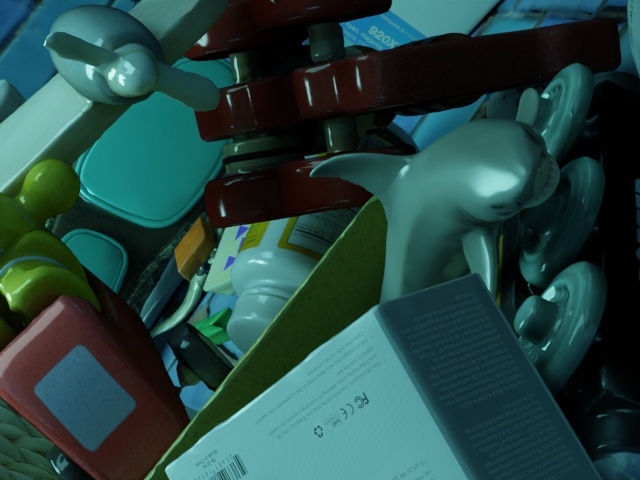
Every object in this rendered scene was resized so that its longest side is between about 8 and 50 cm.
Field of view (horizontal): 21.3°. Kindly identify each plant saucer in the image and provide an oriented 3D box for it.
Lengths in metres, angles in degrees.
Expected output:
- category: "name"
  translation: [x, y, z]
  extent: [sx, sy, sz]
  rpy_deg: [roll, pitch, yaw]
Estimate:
- category: "plant saucer"
  translation: [-0.017, 0.125, 1.149]
  extent: [0.333, 0.081, 0.333]
  rpy_deg: [-51, -7, 3]

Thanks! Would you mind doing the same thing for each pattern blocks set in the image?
- category: "pattern blocks set"
  translation: [-0.033, -0.032, 1.629]
  extent: [0.285, 0.026, 0.325]
  rpy_deg: [-16, 41, 46]

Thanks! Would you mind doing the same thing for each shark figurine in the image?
- category: "shark figurine"
  translation: [0.041, 0.006, 0.945]
  extent: [0.166, 0.116, 0.278]
  rpy_deg: [-80, 11, -50]

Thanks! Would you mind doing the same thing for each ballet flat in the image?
- category: "ballet flat"
  translation: [-0.233, 0.006, 1.880]
  extent: [0.483, 0.164, 0.182]
  rpy_deg: [-63, -1, -27]

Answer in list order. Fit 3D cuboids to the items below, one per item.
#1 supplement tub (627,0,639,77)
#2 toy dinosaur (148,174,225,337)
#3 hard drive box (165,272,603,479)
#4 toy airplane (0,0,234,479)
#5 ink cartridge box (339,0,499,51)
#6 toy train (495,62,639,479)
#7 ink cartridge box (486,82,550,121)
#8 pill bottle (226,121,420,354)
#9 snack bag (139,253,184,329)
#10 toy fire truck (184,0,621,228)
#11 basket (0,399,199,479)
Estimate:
- category: "supplement tub"
  translation: [0.262, -0.056, 0.727]
  extent: [0.207, 0.207, 0.338]
  rpy_deg: [-49, 19, 19]
- category: "toy dinosaur"
  translation: [-0.107, -0.004, 1.791]
  extent: [0.268, 0.064, 0.118]
  rpy_deg: [-63, 16, -8]
- category: "hard drive box"
  translation: [0.054, 0.163, 0.834]
  extent: [0.089, 0.232, 0.181]
  rpy_deg: [-14, -20, -49]
- category: "toy airplane"
  translation: [-0.253, -0.009, 1.172]
  extent: [0.384, 0.272, 0.386]
  rpy_deg: [-5, 63, 22]
- category: "ink cartridge box"
  translation: [0.102, -0.304, 1.593]
  extent: [0.233, 0.168, 0.171]
  rpy_deg: [-46, 22, 28]
- category: "toy train"
  translation: [0.148, 0.044, 0.976]
  extent: [0.190, 0.142, 0.334]
  rpy_deg: [-57, 16, 39]
- category: "ink cartridge box"
  translation: [0.169, -0.129, 1.353]
  extent: [0.083, 0.028, 0.048]
  rpy_deg: [-44, 23, 30]
- category: "pill bottle"
  translation: [0.000, 0.000, 1.418]
  extent: [0.117, 0.117, 0.215]
  rpy_deg: [-27, 34, 55]
- category: "snack bag"
  translation: [-0.262, 0.094, 2.035]
  extent: [0.342, 0.037, 0.323]
  rpy_deg: [-54, 18, 6]
- category: "toy fire truck"
  translation: [0.046, -0.113, 1.280]
  extent: [0.302, 0.254, 0.169]
  rpy_deg: [-7, 92, 62]
- category: "basket"
  translation: [-0.294, 0.261, 1.402]
  extent: [0.328, 0.331, 0.266]
  rpy_deg: [-42, 29, 36]
